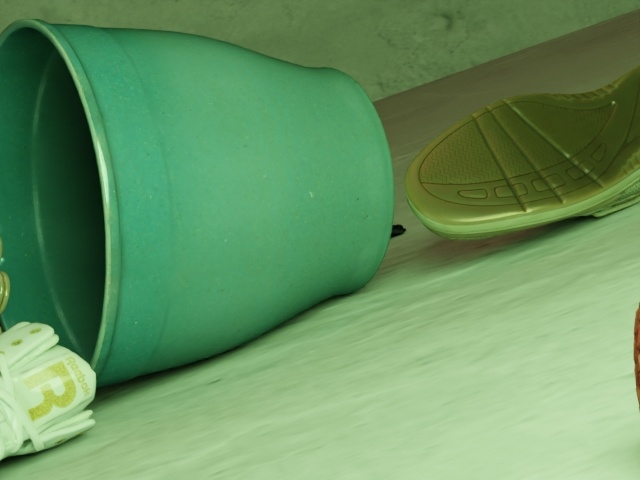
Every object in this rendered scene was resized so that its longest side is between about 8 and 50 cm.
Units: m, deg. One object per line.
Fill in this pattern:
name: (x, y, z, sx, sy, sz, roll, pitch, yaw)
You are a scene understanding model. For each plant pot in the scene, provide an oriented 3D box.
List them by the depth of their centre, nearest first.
plant pot: (-0.096, -0.035, 1.138, 0.255, 0.272, 0.271, -7, 1, -30)

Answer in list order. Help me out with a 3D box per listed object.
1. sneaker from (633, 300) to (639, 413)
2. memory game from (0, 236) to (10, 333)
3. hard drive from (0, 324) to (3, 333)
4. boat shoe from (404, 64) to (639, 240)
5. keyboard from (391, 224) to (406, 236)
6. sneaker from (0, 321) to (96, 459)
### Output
sneaker: (0.205, 0.047, 0.541, 0.092, 0.088, 0.225, 1, -5, -37)
memory game: (-0.287, 0.068, 1.173, 0.012, 0.186, 0.186, 13, -13, -36)
hard drive: (-0.377, 0.001, 1.346, 0.237, 0.339, 0.064, -22, -32, -18)
boat shoe: (0.201, -0.059, 1.169, 0.302, 0.109, 0.098, -22, -31, -20)
keyboard: (0.000, 0.000, 1.461, 0.100, 0.038, 0.192, 3, -2, -22)
sneaker: (-0.221, 0.108, 0.940, 0.169, 0.108, 0.292, -24, 8, -13)
